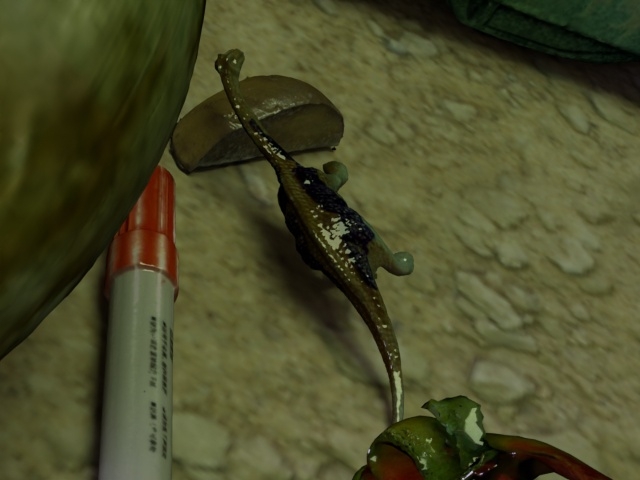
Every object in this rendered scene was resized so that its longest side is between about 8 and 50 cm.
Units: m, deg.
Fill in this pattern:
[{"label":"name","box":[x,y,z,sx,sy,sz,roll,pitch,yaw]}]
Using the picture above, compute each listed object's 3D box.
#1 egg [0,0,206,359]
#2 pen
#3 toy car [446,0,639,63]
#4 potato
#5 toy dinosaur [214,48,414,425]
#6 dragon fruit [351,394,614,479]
[{"label":"egg","box":[-0.154,-0.067,0.478,0.238,0.238,0.290,19,58,-18]},{"label":"pen","box":[-0.063,0.056,0.573,0.028,0.028,0.239,18,38,-20]},{"label":"toy car","box":[0.124,-0.167,0.917,0.320,0.097,0.141,16,39,-23]},{"label":"potato","box":[-0.026,-0.059,0.728,0.093,0.036,0.037,-13,59,-44]},{"label":"toy dinosaur","box":[0.007,0.000,0.680,0.058,0.037,0.180,1,51,-55]},{"label":"dragon fruit","box":[0.062,0.111,0.514,0.142,0.138,0.175,-22,47,-23]}]
